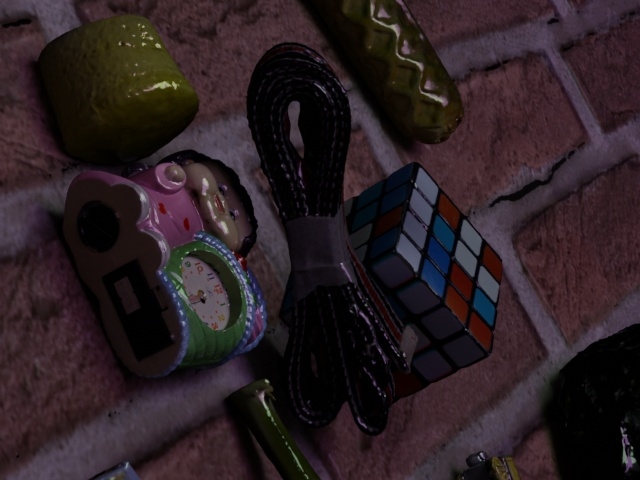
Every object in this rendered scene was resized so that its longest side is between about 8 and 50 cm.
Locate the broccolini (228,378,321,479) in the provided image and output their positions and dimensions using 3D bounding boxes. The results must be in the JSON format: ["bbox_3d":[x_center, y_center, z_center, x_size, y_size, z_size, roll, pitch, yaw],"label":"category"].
[{"bbox_3d":[0.033,0.272,1.638,0.079,0.074,0.392,-3,54,-54],"label":"broccolini"}]

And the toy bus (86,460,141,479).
[{"bbox_3d":[-0.133,0.265,1.468,0.075,0.064,0.190,-19,82,-56],"label":"toy bus"}]

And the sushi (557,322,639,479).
[{"bbox_3d":[0.466,0.219,2.264,0.328,0.285,0.328,27,43,-45],"label":"sushi"}]

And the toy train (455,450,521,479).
[{"bbox_3d":[0.201,0.311,1.984,0.081,0.060,0.202,9,57,-64],"label":"toy train"}]

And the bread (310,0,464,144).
[{"bbox_3d":[0.073,-0.228,2.230,0.087,0.098,0.269,-38,100,-19],"label":"bread"}]

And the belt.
[{"bbox_3d":[0.000,0.000,1.752,0.094,0.126,0.360,-66,145,-72],"label":"belt"}]

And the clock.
[{"bbox_3d":[-0.119,0.017,1.684,0.195,0.100,0.194,-20,86,-59],"label":"clock"}]

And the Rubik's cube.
[{"bbox_3d":[0.073,0.046,1.913,0.155,0.151,0.154,49,29,-22],"label":"Rubik's cube"}]

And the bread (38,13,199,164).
[{"bbox_3d":[-0.177,-0.135,1.723,0.114,0.111,0.129,61,23,17],"label":"bread"}]
